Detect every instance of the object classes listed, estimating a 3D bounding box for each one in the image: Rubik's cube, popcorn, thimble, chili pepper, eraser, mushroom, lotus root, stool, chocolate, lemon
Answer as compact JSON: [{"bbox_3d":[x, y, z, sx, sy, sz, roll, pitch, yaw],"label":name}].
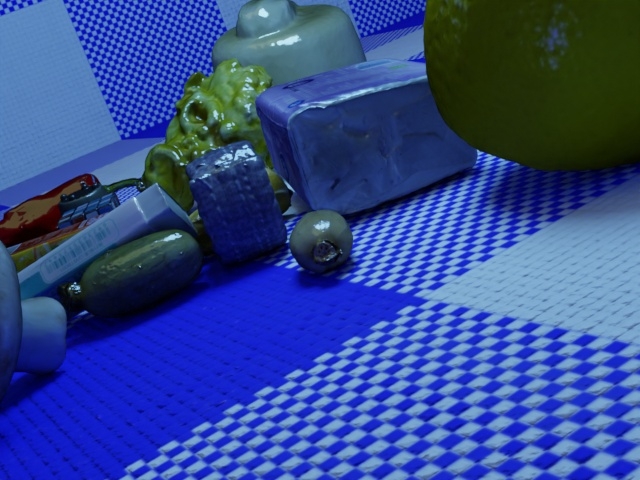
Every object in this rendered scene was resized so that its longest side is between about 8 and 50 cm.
[{"bbox_3d":[-0.351,-0.011,1.585,0.092,0.092,0.092,-21,15,-1],"label":"Rubik's cube"},{"bbox_3d":[-0.160,-0.171,1.690,0.225,0.174,0.286,2,54,43],"label":"popcorn"},{"bbox_3d":[-0.108,-0.047,1.280,0.097,0.150,0.150,-20,15,-5],"label":"thimble"},{"bbox_3d":[-0.508,-0.038,1.890,0.387,0.110,0.110,-27,16,-11],"label":"chili pepper"},{"bbox_3d":[-0.275,0.020,1.281,0.225,0.052,0.095,-33,-28,3],"label":"eraser"},{"bbox_3d":[-0.373,0.102,1.061,0.243,0.244,0.243,-19,15,5],"label":"mushroom"},{"bbox_3d":[0.000,0.000,1.131,0.073,0.062,0.150,-21,13,1],"label":"lotus root"},{"bbox_3d":[-0.386,-0.037,1.689,0.096,0.110,0.096,-18,19,6],"label":"stool"},{"bbox_3d":[-0.139,-0.021,1.390,0.219,0.086,0.085,-37,22,-34],"label":"chocolate"},{"bbox_3d":[-0.229,0.048,1.228,0.183,0.077,0.090,-23,-27,-12],"label":"lotus root"},{"bbox_3d":[-0.057,-0.325,1.931,0.314,0.297,0.326,-18,13,-10],"label":"chocolate"},{"bbox_3d":[0.280,-0.275,1.100,0.364,0.364,0.364,-19,15,5],"label":"lemon"}]

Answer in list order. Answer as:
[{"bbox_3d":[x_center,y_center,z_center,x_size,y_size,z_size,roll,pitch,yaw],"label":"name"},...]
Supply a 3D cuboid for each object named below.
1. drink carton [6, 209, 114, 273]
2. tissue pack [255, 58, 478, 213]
[{"bbox_3d":[-0.353,0.031,1.436,0.222,0.096,0.071,-19,15,9],"label":"drink carton"},{"bbox_3d":[0.055,-0.155,1.415,0.242,0.160,0.338,-17,16,-6],"label":"tissue pack"}]
